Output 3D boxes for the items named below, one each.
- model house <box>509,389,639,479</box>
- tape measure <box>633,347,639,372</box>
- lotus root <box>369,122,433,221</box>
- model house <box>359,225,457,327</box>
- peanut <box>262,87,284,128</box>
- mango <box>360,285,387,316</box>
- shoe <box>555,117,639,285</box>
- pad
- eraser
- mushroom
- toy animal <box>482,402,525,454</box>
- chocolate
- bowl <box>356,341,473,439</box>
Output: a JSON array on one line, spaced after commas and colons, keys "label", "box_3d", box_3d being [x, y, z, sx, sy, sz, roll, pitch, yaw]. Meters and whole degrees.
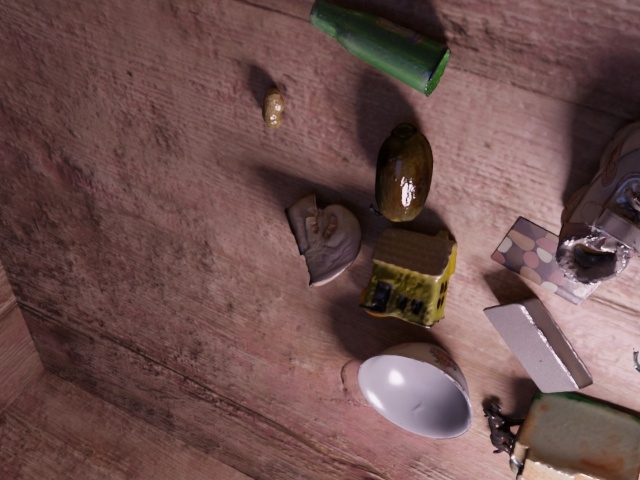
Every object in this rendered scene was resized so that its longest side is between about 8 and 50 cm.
[{"label": "model house", "box_3d": [0.673, 0.588, 1.752, 0.312, 0.245, 0.280, 16, 143, 23]}, {"label": "tape measure", "box_3d": [0.837, 0.319, 1.490, 0.330, 0.084, 0.164, 48, 136, -15]}, {"label": "lotus root", "box_3d": [0.186, -0.143, 1.475, 0.123, 0.124, 0.241, 33, 144, 27]}, {"label": "model house", "box_3d": [0.229, 0.077, 1.629, 0.193, 0.174, 0.235, 15, 94, 25]}, {"label": "peanut", "box_3d": [-0.113, -0.315, 1.578, 0.053, 0.054, 0.113, 23, 140, 14]}, {"label": "mango", "box_3d": [0.191, 0.156, 1.782, 0.184, 0.085, 0.102, -10, 120, 34]}, {"label": "shoe", "box_3d": [0.578, -0.056, 1.235, 0.171, 0.198, 0.351, 26, 139, 7]}, {"label": "pad", "box_3d": [0.528, 0.052, 1.516, 0.234, 0.003, 0.158, 29, 138, 7]}, {"label": "eraser", "box_3d": [0.551, 0.265, 1.646, 0.111, 0.077, 0.353, -19, 116, 46]}, {"label": "mushroom", "box_3d": [0.027, -0.005, 1.730, 0.162, 0.173, 0.236, 55, -165, -76]}, {"label": "toy animal", "box_3d": [0.547, 0.562, 1.934, 0.148, 0.084, 0.233, 22, 145, 40]}, {"label": "chocolate", "box_3d": [0.112, -0.399, 1.314, 0.291, 0.110, 0.110, 30, 139, 11]}, {"label": "bowl", "box_3d": [0.290, 0.394, 1.877, 0.345, 0.157, 0.346, 19, 135, 20]}]
